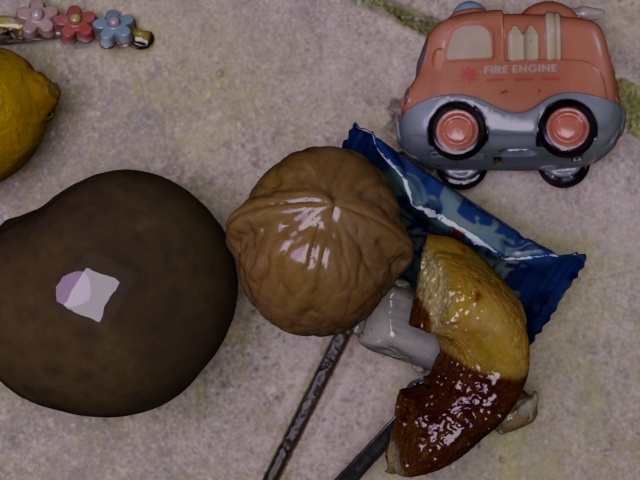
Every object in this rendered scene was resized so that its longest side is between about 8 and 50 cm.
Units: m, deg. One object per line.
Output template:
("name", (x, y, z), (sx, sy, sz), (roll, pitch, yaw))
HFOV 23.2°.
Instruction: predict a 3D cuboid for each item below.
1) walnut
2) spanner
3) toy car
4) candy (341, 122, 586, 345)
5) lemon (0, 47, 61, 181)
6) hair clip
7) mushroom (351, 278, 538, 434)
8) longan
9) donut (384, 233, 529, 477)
("walnut", (0.000, 0.000, 1.787), (0.228, 0.228, 0.228), (0, 91, 8))
("spanner", (0.063, 0.260, 1.912), (0.054, 0.015, 0.254), (35, 115, -10))
("toy car", (0.225, -0.182, 1.854), (0.271, 0.180, 0.212), (-1, 79, 7))
("candy", (0.145, -0.004, 1.885), (0.331, 0.077, 0.187), (35, 133, 9))
("lemon", (-0.446, -0.153, 1.942), (0.257, 0.188, 0.188), (-21, 88, 5))
("hair clip", (-0.322, -0.274, 1.988), (0.214, 0.056, 0.062), (2, 58, 9))
("mushroom", (0.149, 0.137, 1.903), (0.278, 0.096, 0.099), (36, 107, -2))
("longan", (-0.257, 0.065, 1.856), (0.319, 0.319, 0.318), (0, 91, 8))
("donut", (0.173, 0.156, 1.799), (0.151, 0.112, 0.295), (9, 102, -7))
